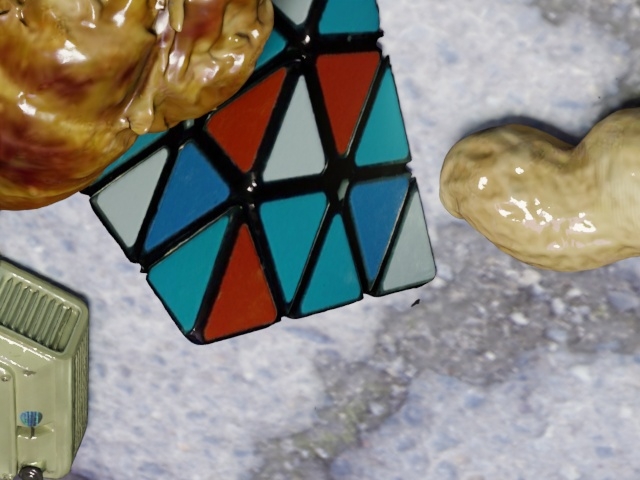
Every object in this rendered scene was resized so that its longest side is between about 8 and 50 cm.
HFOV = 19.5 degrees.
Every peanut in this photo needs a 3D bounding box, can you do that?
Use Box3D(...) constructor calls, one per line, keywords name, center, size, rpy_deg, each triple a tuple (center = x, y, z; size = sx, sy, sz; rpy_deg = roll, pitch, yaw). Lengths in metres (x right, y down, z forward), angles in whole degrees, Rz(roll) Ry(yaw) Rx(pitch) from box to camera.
Box3D(name="peanut", center=(0.184, -0.032, 1.165), size=(0.228, 0.085, 0.104), rpy_deg=(-5, 117, 19))

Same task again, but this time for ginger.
Box3D(name="ginger", center=(-0.190, -0.152, 1.050), size=(0.274, 0.152, 0.357), rpy_deg=(-9, 141, 35))

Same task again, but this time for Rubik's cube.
Box3D(name="Rubik's cube", center=(0.000, 0.000, 1.193), size=(0.284, 0.250, 0.234), rpy_deg=(-34, 133, 28))

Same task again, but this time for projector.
Box3D(name="projector", center=(-0.307, 0.080, 1.371), size=(0.270, 0.088, 0.193), rpy_deg=(12, 132, 5))
